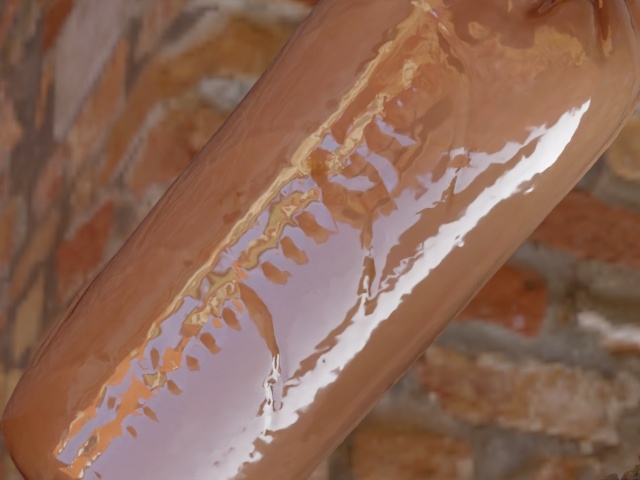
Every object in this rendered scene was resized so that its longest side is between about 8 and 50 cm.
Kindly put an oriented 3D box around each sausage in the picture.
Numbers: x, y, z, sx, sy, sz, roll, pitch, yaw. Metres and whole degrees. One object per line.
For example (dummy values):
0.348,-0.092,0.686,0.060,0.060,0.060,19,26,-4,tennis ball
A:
0.001,-0.001,0.726,0.121,0.121,0.304,27,111,-39,sausage

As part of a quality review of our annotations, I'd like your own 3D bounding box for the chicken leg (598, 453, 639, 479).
0.207,0.175,1.071,0.080,0.125,0.196,-2,152,-24,chicken leg
